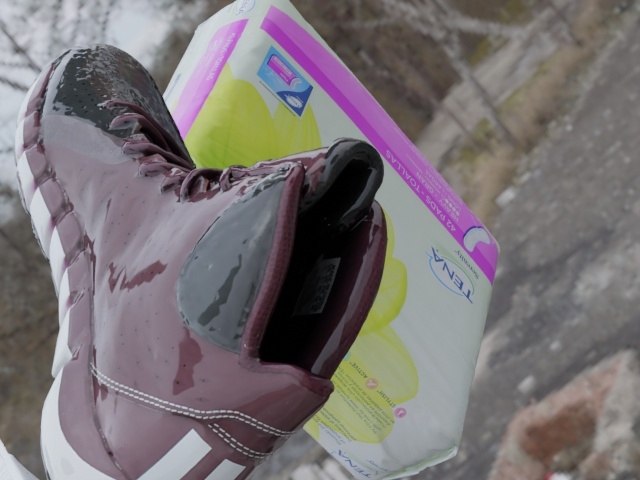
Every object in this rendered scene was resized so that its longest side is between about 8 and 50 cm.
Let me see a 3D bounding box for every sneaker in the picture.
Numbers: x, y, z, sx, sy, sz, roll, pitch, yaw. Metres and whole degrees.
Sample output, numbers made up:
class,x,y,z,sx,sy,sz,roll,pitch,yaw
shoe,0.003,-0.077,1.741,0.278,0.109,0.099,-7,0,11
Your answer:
class,x,y,z,sx,sy,sz,roll,pitch,yaw
sneaker,-0.042,-0.016,0.605,0.162,0.106,0.281,-40,45,27

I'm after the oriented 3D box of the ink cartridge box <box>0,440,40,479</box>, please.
class,x,y,z,sx,sy,sz,roll,pitch,yaw
ink cartridge box,-0.307,0.278,1.230,0.189,0.066,0.232,-51,13,-9

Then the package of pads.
class,x,y,z,sx,sy,sz,roll,pitch,yaw
package of pads,0.000,0.000,0.992,0.101,0.296,0.229,-28,27,35
